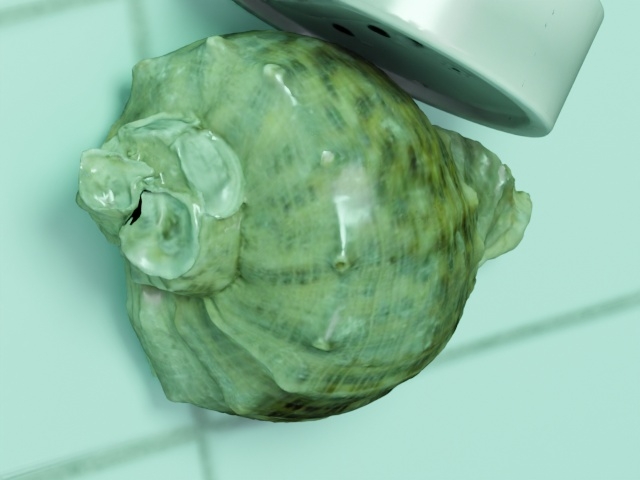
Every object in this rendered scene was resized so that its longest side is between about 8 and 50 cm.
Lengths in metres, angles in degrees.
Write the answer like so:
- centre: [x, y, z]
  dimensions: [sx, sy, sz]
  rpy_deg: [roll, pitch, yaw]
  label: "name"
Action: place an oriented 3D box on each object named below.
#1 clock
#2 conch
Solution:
- centre: [0.040, -0.124, 0.948]
  dimensions: [0.197, 0.197, 0.068]
  rpy_deg: [28, 86, -30]
  label: "clock"
- centre: [0.005, 0.003, 0.979]
  dimensions: [0.291, 0.159, 0.210]
  rpy_deg: [7, 99, -29]
  label: "conch"
